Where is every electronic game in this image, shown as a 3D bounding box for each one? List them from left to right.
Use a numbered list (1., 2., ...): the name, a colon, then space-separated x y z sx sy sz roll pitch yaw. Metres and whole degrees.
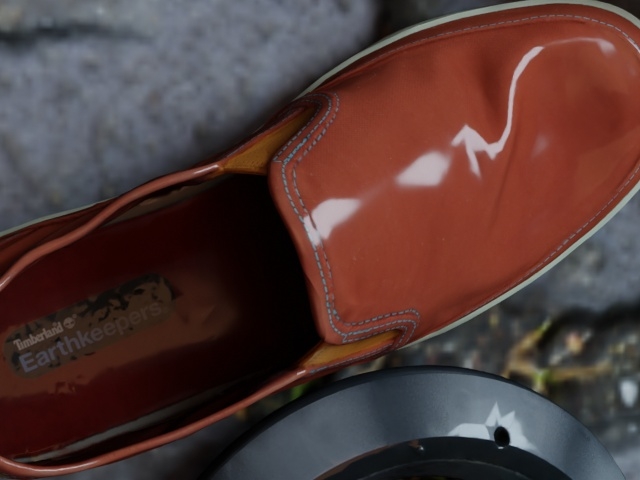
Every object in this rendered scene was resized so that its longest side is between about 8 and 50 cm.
1. electronic game: 0.034 0.162 0.517 0.229 0.048 0.229 -4 103 -16

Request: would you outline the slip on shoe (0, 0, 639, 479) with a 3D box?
1. slip on shoe: 0.000 0.000 0.463 0.331 0.101 0.123 -23 100 -14
